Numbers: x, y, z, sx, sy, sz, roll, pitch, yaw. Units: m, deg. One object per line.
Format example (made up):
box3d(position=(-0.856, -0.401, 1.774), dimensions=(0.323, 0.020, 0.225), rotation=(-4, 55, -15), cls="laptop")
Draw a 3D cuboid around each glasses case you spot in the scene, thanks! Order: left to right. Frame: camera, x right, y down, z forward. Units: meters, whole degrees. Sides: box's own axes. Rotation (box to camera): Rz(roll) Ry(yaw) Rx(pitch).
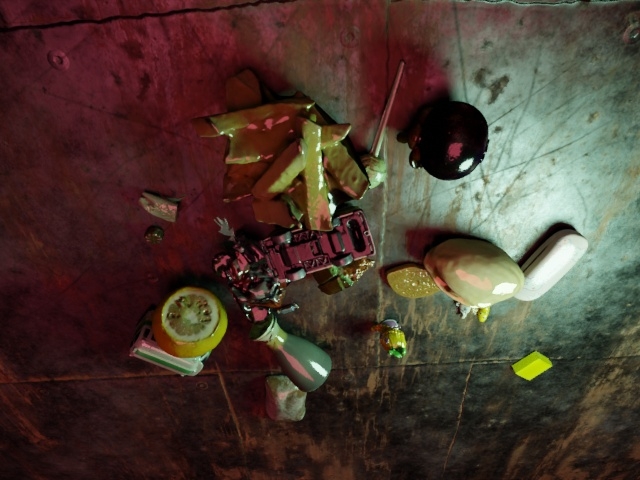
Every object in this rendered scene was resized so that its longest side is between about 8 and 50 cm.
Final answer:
box3d(position=(0.748, 0.088, 1.362), dimensions=(0.113, 0.075, 0.297), rotation=(18, 124, -12), cls="glasses case")

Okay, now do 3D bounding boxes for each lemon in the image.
box3d(position=(-0.436, 0.278, 1.380), dimensions=(0.240, 0.241, 0.219), rotation=(13, 151, -12), cls="lemon")

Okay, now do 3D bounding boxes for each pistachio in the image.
box3d(position=(0.486, 0.098, 1.303), dimensions=(0.317, 0.214, 0.193), rotation=(22, 167, -9), cls="pistachio")

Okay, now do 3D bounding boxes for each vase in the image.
box3d(position=(-0.115, 0.410, 1.536), dimensions=(0.173, 0.173, 0.321), rotation=(-31, 117, 20), cls="vase")

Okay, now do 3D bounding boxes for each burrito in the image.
box3d(position=(-0.473, -0.097, 1.204), dimensions=(0.118, 0.044, 0.074), rotation=(19, 129, -20), cls="burrito")

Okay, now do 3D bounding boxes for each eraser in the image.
box3d(position=(0.885, 0.524, 1.721), dimensions=(0.097, 0.045, 0.122), rotation=(28, 121, -21), cls="eraser")

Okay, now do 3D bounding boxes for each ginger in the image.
box3d(position=(-0.099, -0.173, 0.977), dimensions=(0.413, 0.211, 0.358), rotation=(37, 107, -2), cls="ginger")

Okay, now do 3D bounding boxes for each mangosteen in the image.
box3d(position=(0.302, -0.254, 1.034), dimensions=(0.230, 0.194, 0.194), rotation=(18, 129, 17), cls="mangosteen")

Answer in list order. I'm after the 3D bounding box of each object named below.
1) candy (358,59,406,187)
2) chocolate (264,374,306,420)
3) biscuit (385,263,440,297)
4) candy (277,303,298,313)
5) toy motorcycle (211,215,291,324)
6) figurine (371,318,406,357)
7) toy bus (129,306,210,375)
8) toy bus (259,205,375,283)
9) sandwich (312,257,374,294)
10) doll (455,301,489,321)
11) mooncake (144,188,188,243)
box3d(position=(0.159, -0.291, 1.068), dimensions=(0.092, 0.093, 0.336), rotation=(-17, 131, -46), cls="candy")
box3d(position=(-0.153, 0.710, 1.804), dimensions=(0.185, 0.101, 0.303), rotation=(-1, 131, -5), cls="chocolate")
box3d(position=(0.325, 0.140, 1.418), dimensions=(0.220, 0.029, 0.142), rotation=(8, 126, -8), cls="biscuit")
box3d(position=(-0.120, 0.248, 1.492), dimensions=(0.083, 0.020, 0.030), rotation=(-18, 126, 14), cls="candy")
box3d(position=(-0.220, 0.081, 1.265), dimensions=(0.207, 0.134, 0.401), rotation=(-27, 114, 5), cls="toy motorcycle")
box3d(position=(0.248, 0.362, 1.506), dimensions=(0.114, 0.156, 0.095), rotation=(5, 127, -9), cls="figurine")
box3d(position=(-0.536, 0.380, 1.490), dimensions=(0.276, 0.165, 0.133), rotation=(32, 121, -23), cls="toy bus")
box3d(position=(0.000, 0.000, 1.204), dimensions=(0.305, 0.179, 0.143), rotation=(-17, 103, 11), cls="toy bus")
box3d(position=(0.063, 0.092, 1.328), dimensions=(0.109, 0.160, 0.184), rotation=(51, 155, -4), cls="sandwich")
box3d(position=(0.549, 0.231, 1.483), dimensions=(0.113, 0.072, 0.135), rotation=(-9, 123, 28), cls="doll")
box3d(position=(-0.439, -0.068, 1.151), dimensions=(0.150, 0.057, 0.347), rotation=(1, 159, -13), cls="mooncake")
